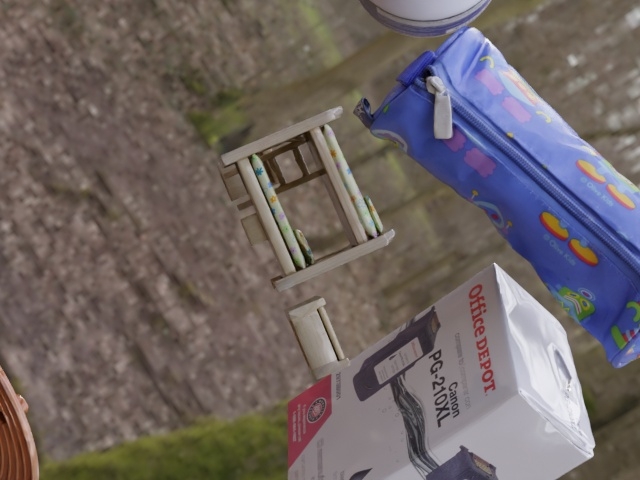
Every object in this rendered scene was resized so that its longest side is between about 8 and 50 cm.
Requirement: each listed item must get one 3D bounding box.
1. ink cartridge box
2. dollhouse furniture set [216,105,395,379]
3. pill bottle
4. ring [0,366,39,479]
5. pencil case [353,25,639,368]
[{"bbox_3d":[0.090,0.154,1.200,0.100,0.237,0.172,43,24,-26],"label":"ink cartridge box"},{"bbox_3d":[0.000,0.000,1.159,0.161,0.101,0.182,-173,-120,-85],"label":"dollhouse furniture set"},{"bbox_3d":[0.094,-0.268,1.304,0.153,0.153,0.264,58,4,0],"label":"pill bottle"},{"bbox_3d":[-0.389,0.135,1.388,0.032,0.336,0.337,-41,102,-42],"label":"ring"},{"bbox_3d":[0.173,-0.038,1.148,0.306,0.119,0.133,45,7,10],"label":"pencil case"}]
